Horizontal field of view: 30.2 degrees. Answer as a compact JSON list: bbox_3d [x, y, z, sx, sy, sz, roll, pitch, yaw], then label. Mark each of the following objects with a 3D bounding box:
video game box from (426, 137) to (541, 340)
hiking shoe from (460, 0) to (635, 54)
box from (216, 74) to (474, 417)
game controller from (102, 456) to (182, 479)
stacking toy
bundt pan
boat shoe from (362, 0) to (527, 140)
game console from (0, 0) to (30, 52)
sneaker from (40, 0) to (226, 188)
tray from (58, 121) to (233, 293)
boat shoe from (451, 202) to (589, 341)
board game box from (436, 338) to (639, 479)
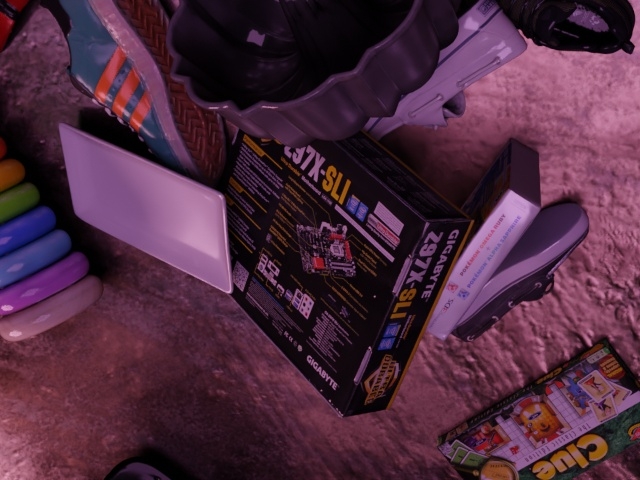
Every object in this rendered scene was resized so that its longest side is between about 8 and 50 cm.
[{"bbox_3d":[0.179,-0.006,1.339,0.048,0.205,0.187,30,112,-2],"label":"video game box"},{"bbox_3d":[0.234,-0.260,1.279,0.227,0.114,0.086,17,112,3],"label":"hiking shoe"},{"bbox_3d":[0.000,0.000,1.329,0.322,0.079,0.257,43,122,38],"label":"box"},{"bbox_3d":[-0.182,0.435,1.644,0.319,0.067,0.166,38,112,-7],"label":"game controller"},{"bbox_3d":[-0.401,-0.047,1.473,0.141,0.141,0.330,-23,98,17],"label":"stacking toy"},{"bbox_3d":[0.006,-0.235,1.245,0.331,0.330,0.124,-25,140,17],"label":"bundt pan"},{"bbox_3d":[0.122,-0.163,1.313,0.084,0.095,0.258,46,137,-4],"label":"boat shoe"},{"bbox_3d":[-0.406,-0.319,1.418,0.144,0.085,0.124,38,81,-7],"label":"game console"},{"bbox_3d":[-0.218,-0.187,1.398,0.121,0.108,0.302,-15,111,31],"label":"sneaker"},{"bbox_3d":[-0.203,-0.046,1.417,0.270,0.030,0.145,24,135,30],"label":"tray"},{"bbox_3d":[0.238,0.046,1.422,0.228,0.080,0.076,-41,117,18],"label":"boat shoe"},{"bbox_3d":[0.292,0.245,1.512,0.260,0.030,0.136,-35,104,20],"label":"board game box"}]
